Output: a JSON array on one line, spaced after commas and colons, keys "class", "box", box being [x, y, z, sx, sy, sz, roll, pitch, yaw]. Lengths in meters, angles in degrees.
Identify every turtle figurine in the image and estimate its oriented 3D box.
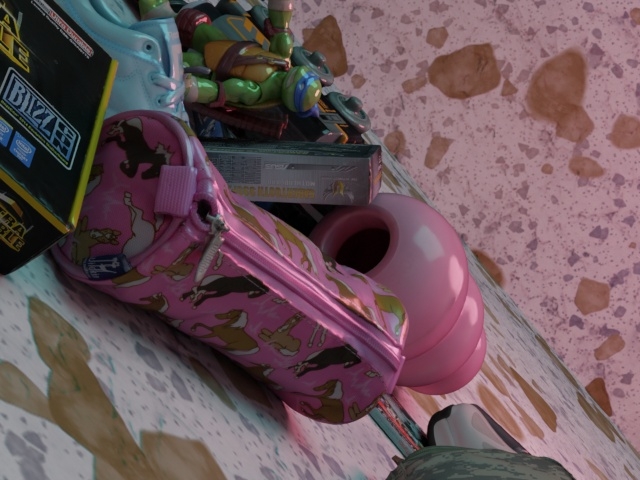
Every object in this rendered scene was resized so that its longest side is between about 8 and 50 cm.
[{"class": "turtle figurine", "box": [-0.130, -0.249, 1.674, 0.266, 0.198, 0.275, 15, -9, 30]}]

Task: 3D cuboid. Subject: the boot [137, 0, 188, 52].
[{"class": "boot", "box": [-0.254, -0.359, 2.168, 0.229, 0.091, 0.263, 47, 5, 17]}]

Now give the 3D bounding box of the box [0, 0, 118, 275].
[{"class": "box", "box": [-0.302, -0.161, 1.079, 0.322, 0.079, 0.257, 45, 27, -26]}]

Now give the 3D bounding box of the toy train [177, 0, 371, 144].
[{"class": "toy train", "box": [-0.068, -0.207, 1.993, 0.334, 0.142, 0.190, 50, 22, 16]}]

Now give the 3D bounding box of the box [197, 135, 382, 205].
[{"class": "box", "box": [-0.048, -0.081, 1.661, 0.183, 0.231, 0.056, -59, 151, -79]}]

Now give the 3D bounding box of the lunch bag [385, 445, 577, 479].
[{"class": "lunch bag", "box": [0.153, 0.299, 1.191, 0.256, 0.212, 0.305, 31, 9, 0]}]

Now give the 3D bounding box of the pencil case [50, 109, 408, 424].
[{"class": "pencil case", "box": [-0.069, 0.035, 1.289, 0.386, 0.160, 0.167, 39, 21, -49]}]

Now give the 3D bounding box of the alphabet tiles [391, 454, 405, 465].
[{"class": "alphabet tiles", "box": [0.142, 0.297, 1.462, 0.198, 0.009, 0.237, 50, -7, -2]}]

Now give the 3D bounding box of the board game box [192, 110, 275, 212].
[{"class": "board game box", "box": [-0.096, -0.093, 1.947, 0.165, 0.042, 0.243, 45, 11, -24]}]

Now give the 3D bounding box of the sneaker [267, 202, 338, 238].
[{"class": "sneaker", "box": [0.000, 0.000, 1.841, 0.217, 0.121, 0.079, 58, 2, -45]}]

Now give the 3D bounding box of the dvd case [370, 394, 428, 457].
[{"class": "dvd case", "box": [0.095, 0.221, 1.722, 0.087, 0.013, 0.119, 50, 11, 0]}]

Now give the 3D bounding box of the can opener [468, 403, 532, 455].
[{"class": "can opener", "box": [0.242, 0.312, 1.896, 0.076, 0.095, 0.283, 44, -1, -26]}]

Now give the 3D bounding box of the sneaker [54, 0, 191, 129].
[{"class": "sneaker", "box": [-0.183, -0.148, 1.478, 0.366, 0.150, 0.135, 48, 11, -10]}]

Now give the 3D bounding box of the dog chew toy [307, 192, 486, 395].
[{"class": "dog chew toy", "box": [0.107, 0.084, 1.779, 0.206, 0.206, 0.332, 58, 5, 39]}]

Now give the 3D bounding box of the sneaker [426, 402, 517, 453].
[{"class": "sneaker", "box": [0.326, 0.319, 1.660, 0.447, 0.257, 0.169, 56, 12, 30]}]
